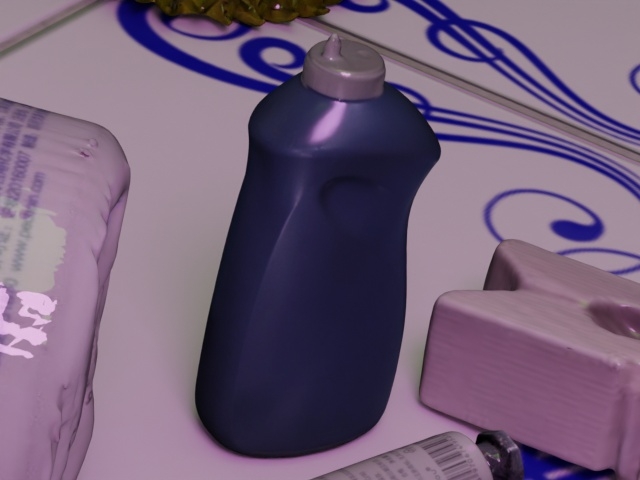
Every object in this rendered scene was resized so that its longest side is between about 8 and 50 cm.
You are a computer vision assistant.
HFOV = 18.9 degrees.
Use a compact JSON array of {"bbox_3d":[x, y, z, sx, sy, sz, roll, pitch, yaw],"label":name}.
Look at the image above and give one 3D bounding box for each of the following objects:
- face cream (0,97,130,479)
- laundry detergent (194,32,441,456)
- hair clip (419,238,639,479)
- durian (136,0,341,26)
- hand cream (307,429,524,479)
[{"bbox_3d":[-0.140,0.045,0.737,0.111,0.206,0.206,10,33,-4],"label":"face cream"},{"bbox_3d":[-0.001,-0.001,0.849,0.097,0.206,0.061,-9,37,-25],"label":"laundry detergent"},{"bbox_3d":[0.209,0.093,0.886,0.331,0.085,0.101,18,31,22],"label":"hair clip"},{"bbox_3d":[-0.041,-0.237,1.323,0.169,0.157,0.355,-15,21,29],"label":"durian"},{"bbox_3d":[0.002,0.124,0.820,0.194,0.042,0.067,-17,50,-29],"label":"hand cream"}]
